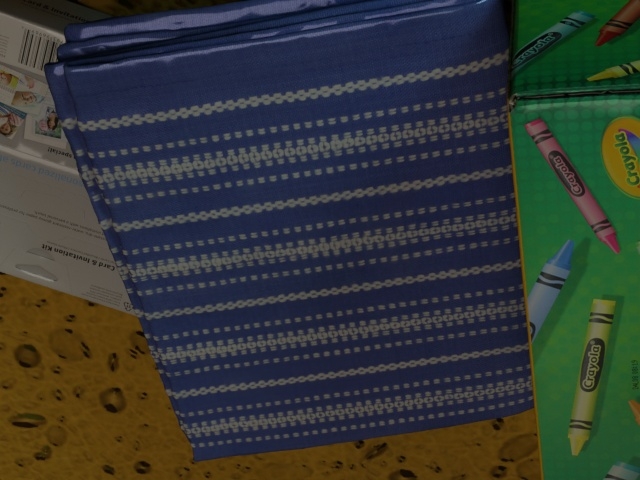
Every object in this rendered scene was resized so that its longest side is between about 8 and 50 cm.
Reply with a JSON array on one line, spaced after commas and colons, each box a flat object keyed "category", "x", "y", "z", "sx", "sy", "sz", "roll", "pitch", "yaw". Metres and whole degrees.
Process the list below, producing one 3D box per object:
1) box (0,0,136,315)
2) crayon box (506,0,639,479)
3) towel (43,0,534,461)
[{"category": "box", "x": -0.149, "y": -0.050, "z": 0.822, "sx": 0.145, "sy": 0.038, "sz": 0.186, "roll": 18, "pitch": 127, "yaw": -5}, {"category": "crayon box", "x": 0.150, "y": -0.002, "z": 0.727, "sx": 0.081, "sy": 0.165, "sz": 0.278, "roll": -3, "pitch": 126, "yaw": 11}, {"category": "towel", "x": 0.000, "y": 0.000, "z": 0.812, "sx": 0.243, "sy": 0.040, "sz": 0.336, "roll": -8, "pitch": 132, "yaw": 5}]
